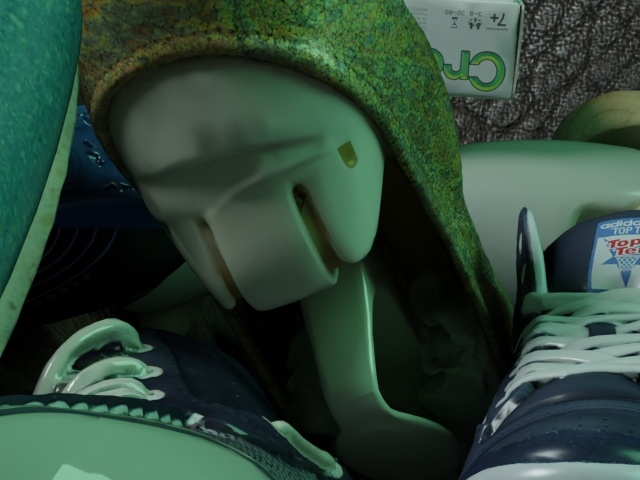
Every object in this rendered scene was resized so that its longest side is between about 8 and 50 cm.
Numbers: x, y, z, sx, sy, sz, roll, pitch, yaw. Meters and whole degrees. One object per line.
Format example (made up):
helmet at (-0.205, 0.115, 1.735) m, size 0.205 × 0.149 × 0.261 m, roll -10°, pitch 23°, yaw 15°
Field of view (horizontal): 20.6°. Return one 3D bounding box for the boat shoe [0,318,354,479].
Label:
boat shoe at (-0.066, 0.086, 0.520) m, size 0.158 × 0.127 × 0.340 m, roll 48°, pitch 0°, yaw 30°

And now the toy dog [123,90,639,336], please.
toy dog at (0.062, 0.026, 0.880) m, size 0.220 × 0.334 × 0.161 m, roll -55°, pitch 148°, yaw -58°

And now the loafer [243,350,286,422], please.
loafer at (0.069, 0.146, 0.937) m, size 0.319 × 0.112 × 0.111 m, roll 47°, pitch -32°, yaw 26°

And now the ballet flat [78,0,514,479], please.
ballet flat at (0.000, 0.000, 0.641) m, size 0.123 × 0.123 × 0.348 m, roll 59°, pitch 0°, yaw 44°

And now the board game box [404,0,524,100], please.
board game box at (-0.055, -0.118, 0.908) m, size 0.193 × 0.305 × 0.053 m, roll -76°, pitch 170°, yaw -77°

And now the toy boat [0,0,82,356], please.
toy boat at (-0.185, -0.060, 0.283) m, size 0.318 × 0.148 × 0.267 m, roll 35°, pitch 43°, yaw -16°

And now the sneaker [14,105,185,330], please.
sneaker at (-0.135, -0.006, 0.665) m, size 0.232 × 0.090 × 0.081 m, roll 4°, pitch 43°, yaw -46°

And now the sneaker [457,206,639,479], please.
sneaker at (0.099, 0.047, 0.601) m, size 0.282 × 0.099 × 0.153 m, roll 40°, pitch 52°, yaw -71°
